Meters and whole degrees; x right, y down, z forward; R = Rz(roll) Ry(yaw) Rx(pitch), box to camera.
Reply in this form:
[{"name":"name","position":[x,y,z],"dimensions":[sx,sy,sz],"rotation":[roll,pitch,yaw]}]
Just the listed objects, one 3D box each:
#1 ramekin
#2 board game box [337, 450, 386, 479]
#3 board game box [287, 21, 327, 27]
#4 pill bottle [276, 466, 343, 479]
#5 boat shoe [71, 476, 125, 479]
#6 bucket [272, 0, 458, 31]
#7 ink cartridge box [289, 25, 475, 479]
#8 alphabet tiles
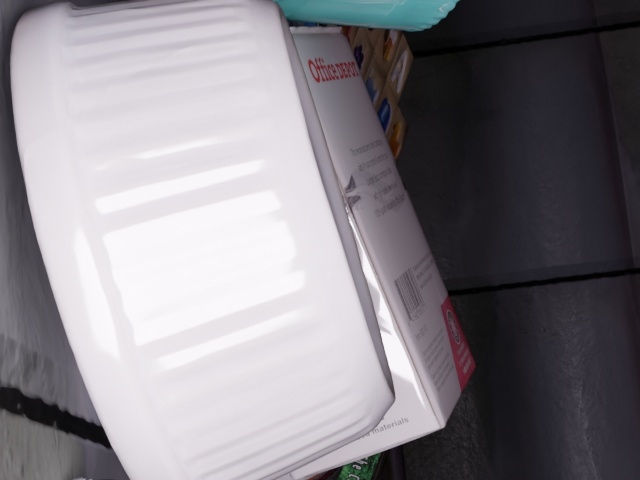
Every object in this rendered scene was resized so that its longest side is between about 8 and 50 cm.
[{"name":"ramekin","position":[-0.050,-0.001,0.812],"dimensions":[0.273,0.127,0.273],"rotation":[-16,90,-87]},{"name":"board game box","position":[0.016,0.223,1.251],"dimensions":[0.260,0.030,0.136],"rotation":[-63,173,-45]},{"name":"board game box","position":[-0.039,-0.273,1.624],"dimensions":[0.302,0.086,0.308],"rotation":[76,9,-50]},{"name":"pill bottle","position":[-0.018,0.160,1.308],"dimensions":[0.152,0.086,0.086],"rotation":[60,24,-77]},{"name":"boat shoe","position":[-0.101,0.168,0.729],"dimensions":[0.049,0.040,0.142],"rotation":[76,9,-49]},{"name":"bucket","position":[0.004,-0.273,1.070],"dimensions":[0.281,0.183,0.281],"rotation":[-173,-90,-70]},{"name":"ink cartridge box","position":[0.000,0.000,1.142],"dimensions":[0.207,0.117,0.283],"rotation":[-31,99,-76]},{"name":"alphabet tiles","position":[0.020,-0.077,1.593],"dimensions":[0.285,0.011,0.343],"rotation":[55,51,-62]}]
